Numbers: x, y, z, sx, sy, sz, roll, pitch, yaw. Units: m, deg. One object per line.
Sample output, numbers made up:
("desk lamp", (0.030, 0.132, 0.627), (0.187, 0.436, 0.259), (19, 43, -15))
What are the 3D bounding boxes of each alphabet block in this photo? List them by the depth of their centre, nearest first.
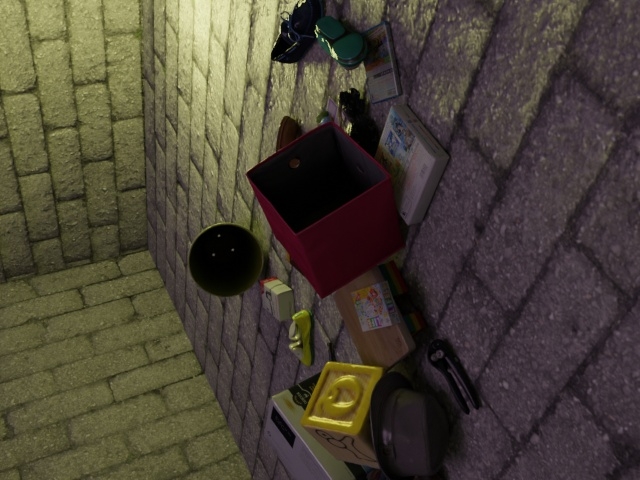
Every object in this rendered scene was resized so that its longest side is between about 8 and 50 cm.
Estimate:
("alphabet block", (0.099, 0.449, 1.767), (0.192, 0.193, 0.197), (-2, 139, 36))

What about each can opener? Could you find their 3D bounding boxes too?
("can opener", (0.307, 0.310, 1.583), (0.059, 0.073, 0.186), (-42, 61, 18))

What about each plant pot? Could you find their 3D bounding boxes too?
("plant pot", (-0.367, 0.046, 2.621), (0.293, 0.274, 0.275), (-137, 37, -75))

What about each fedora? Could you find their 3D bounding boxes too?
("fedora", (0.231, 0.459, 1.666), (0.124, 0.243, 0.276), (-7, 90, 35))

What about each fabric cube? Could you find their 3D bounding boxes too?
("fabric cube", (0.016, -0.074, 1.639), (0.259, 0.254, 0.258), (50, 168, 38))

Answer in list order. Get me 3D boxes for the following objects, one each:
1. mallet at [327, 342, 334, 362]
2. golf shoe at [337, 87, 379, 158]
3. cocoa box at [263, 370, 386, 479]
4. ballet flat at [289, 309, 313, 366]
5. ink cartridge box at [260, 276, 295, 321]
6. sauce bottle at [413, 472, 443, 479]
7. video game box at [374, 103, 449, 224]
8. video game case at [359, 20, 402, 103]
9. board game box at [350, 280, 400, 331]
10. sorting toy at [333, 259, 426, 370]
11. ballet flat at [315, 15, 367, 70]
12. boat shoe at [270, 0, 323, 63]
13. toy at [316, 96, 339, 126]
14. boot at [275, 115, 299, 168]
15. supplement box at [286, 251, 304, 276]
("mallet", (0.046, 0.422, 2.191), (0.062, 0.039, 0.190), (12, 109, 62))
("golf shoe", (0.091, -0.273, 1.699), (0.094, 0.077, 0.198), (130, 128, -75))
("cocoa box", (0.024, 0.607, 2.056), (0.347, 0.227, 0.232), (47, 143, 31))
("ballet flat", (-0.070, 0.338, 2.329), (0.077, 0.077, 0.231), (43, 140, 48))
("ink cartridge box", (-0.153, 0.208, 2.447), (0.150, 0.063, 0.109), (29, 129, 57))
("sauce bottle", (0.196, 0.549, 1.859), (0.344, 0.111, 0.111), (51, 145, 43))
("video game box", (0.195, -0.170, 1.553), (0.187, 0.048, 0.205), (56, 148, 31))
("video game case", (0.137, -0.407, 1.585), (0.119, 0.015, 0.166), (2, 105, 64))
("board game box", (0.132, 0.162, 1.671), (0.154, 0.026, 0.104), (-31, 76, 64))
("sorting toy", (0.158, 0.196, 1.772), (0.257, 0.089, 0.255), (65, 153, 20))
("ballet flat", (0.060, -0.456, 1.637), (0.087, 0.083, 0.247), (58, -179, -42))
("boat shoe", (-0.066, -0.550, 1.839), (0.109, 0.089, 0.258), (66, 153, 20))
("toy", (0.052, -0.249, 1.794), (0.237, 0.056, 0.137), (59, 151, 31))
("boot", (-0.072, -0.219, 2.047), (0.112, 0.115, 0.306), (-3, -87, -71))
("supplement box", (0.000, 0.000, 1.947), (0.194, 0.129, 0.191), (38, 136, 53))
